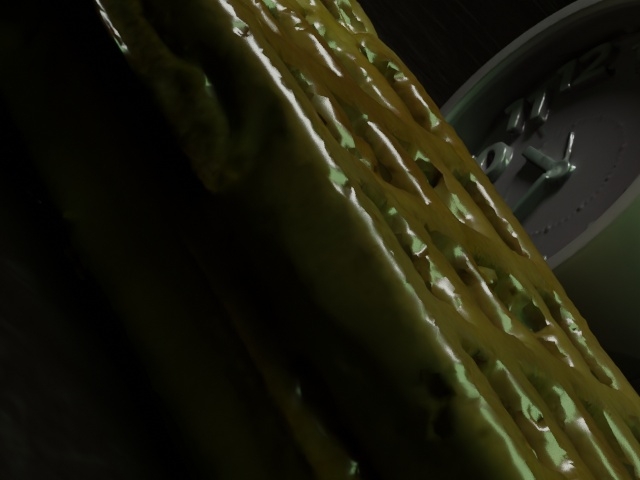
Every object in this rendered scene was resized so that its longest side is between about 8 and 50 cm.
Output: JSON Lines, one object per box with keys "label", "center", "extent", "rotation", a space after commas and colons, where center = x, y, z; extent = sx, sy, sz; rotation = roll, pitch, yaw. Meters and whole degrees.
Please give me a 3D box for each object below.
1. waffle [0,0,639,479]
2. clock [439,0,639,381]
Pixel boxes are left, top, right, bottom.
{"label": "waffle", "center": [0.000, 0.000, 0.655], "extent": [0.224, 0.098, 0.328], "rotation": [29, 27, -59]}
{"label": "clock", "center": [0.111, -0.021, 0.826], "extent": [0.068, 0.197, 0.197], "rotation": [43, 17, -23]}
